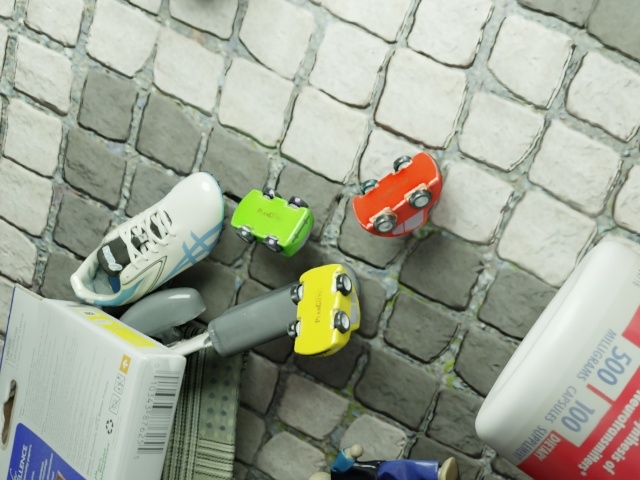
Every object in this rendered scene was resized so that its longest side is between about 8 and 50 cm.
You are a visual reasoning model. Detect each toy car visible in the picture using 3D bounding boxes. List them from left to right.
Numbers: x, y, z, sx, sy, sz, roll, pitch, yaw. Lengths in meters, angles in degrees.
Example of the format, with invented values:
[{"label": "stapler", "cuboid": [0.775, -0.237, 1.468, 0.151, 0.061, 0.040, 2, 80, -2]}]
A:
[{"label": "toy car", "cuboid": [0.000, 0.000, 1.359, 0.225, 0.239, 0.053, 21, 163, 43]}]

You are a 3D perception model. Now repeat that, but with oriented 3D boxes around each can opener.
[{"label": "can opener", "cuboid": [-0.099, 0.074, 1.440, 0.283, 0.076, 0.095, -23, 96, 21]}]

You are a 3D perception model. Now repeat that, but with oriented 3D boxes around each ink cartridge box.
[{"label": "ink cartridge box", "cuboid": [-0.278, 0.230, 1.475, 0.307, 0.072, 0.304, 22, 103, 53]}]

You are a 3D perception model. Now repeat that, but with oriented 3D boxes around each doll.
[{"label": "doll", "cuboid": [0.067, 0.287, 1.506, 0.189, 0.046, 0.129, -4, 111, 27]}]

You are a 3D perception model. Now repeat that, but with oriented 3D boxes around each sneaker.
[{"label": "sneaker", "cuboid": [-0.189, 0.006, 1.459, 0.237, 0.086, 0.085, -38, 74, 35]}]

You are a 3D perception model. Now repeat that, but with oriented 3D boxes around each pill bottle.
[{"label": "pill bottle", "cuboid": [0.366, 0.200, 1.208, 0.407, 0.229, 0.229, 34, 124, 7]}]

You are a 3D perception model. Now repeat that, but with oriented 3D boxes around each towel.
[{"label": "towel", "cuboid": [-0.235, 0.252, 1.564, 0.312, 0.056, 0.324, 6, 88, 21]}]

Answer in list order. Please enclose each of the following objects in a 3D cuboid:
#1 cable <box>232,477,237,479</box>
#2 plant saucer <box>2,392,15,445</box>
[{"label": "cable", "cuboid": [-0.166, 0.388, 1.642, 0.257, 0.089, 0.257, 41, 125, 2]}, {"label": "plant saucer", "cuboid": [-0.360, 0.288, 1.670, 0.198, 0.036, 0.199, -6, 74, 21]}]
